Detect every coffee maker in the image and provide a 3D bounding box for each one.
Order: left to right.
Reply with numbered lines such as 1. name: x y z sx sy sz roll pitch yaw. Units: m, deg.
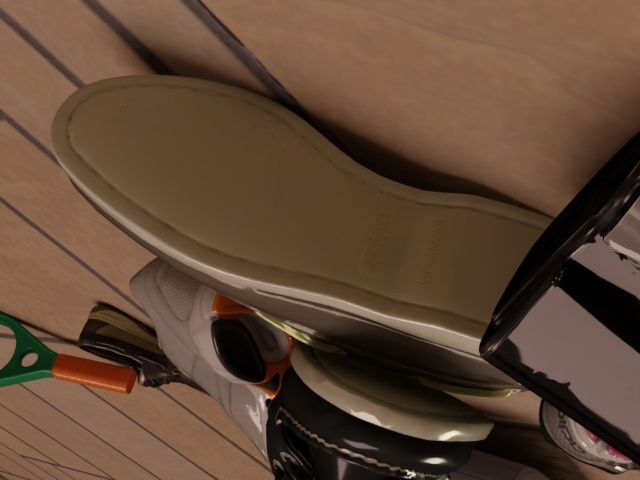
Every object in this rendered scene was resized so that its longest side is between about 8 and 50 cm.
1. coffee maker: 0.161 0.062 0.473 0.178 0.171 0.120 37 -163 5

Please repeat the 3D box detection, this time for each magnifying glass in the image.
1. magnifying glass: -0.317 0.136 1.243 0.231 0.092 0.026 9 149 15

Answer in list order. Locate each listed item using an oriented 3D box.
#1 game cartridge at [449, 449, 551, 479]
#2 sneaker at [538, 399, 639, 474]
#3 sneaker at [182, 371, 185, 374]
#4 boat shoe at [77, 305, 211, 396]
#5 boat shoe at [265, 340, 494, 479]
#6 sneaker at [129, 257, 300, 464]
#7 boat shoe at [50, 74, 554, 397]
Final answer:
1. game cartridge: 0.138 0.233 0.947 0.196 0.060 0.294 16 161 32
2. sneaker: 0.189 0.097 0.599 0.170 0.063 0.075 7 169 -24
3. sneaker: -0.093 0.122 1.015 0.109 0.040 0.044 29 158 -1
4. boat shoe: -0.162 0.119 1.069 0.152 0.049 0.056 28 156 -1
5. boat shoe: 0.020 0.131 0.697 0.127 0.113 0.340 23 176 -2
6. sneaker: -0.060 0.095 0.881 0.121 0.099 0.262 20 149 35
7. boat shoe: -0.002 0.004 0.596 0.305 0.109 0.091 21 151 5
